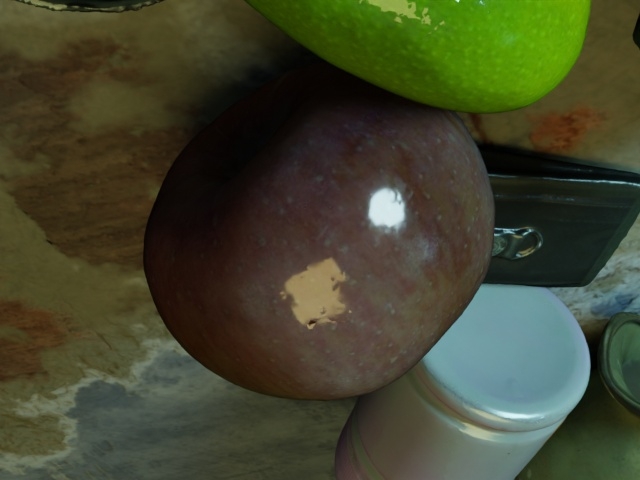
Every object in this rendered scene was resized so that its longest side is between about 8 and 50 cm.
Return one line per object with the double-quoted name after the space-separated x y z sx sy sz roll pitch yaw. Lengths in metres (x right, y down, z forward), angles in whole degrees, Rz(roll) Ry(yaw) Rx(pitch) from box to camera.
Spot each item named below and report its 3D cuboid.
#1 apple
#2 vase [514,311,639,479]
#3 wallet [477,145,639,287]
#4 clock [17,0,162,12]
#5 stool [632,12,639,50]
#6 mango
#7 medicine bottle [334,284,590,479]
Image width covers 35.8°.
0.000 0.000 0.815 0.305 0.306 0.235 -28 117 30 "apple"
0.406 0.226 1.179 0.329 0.241 0.302 -10 134 -33 "vase"
0.189 -0.014 0.978 0.245 0.052 0.169 6 133 -12 "wallet"
-0.172 -0.278 0.660 0.280 0.055 0.281 0 141 0 "clock"
0.344 -0.135 0.710 0.232 0.232 0.141 24 133 -27 "stool"
0.047 -0.180 0.639 0.343 0.192 0.156 10 118 -40 "mango"
0.147 0.192 1.117 0.202 0.202 0.316 9 140 -11 "medicine bottle"
